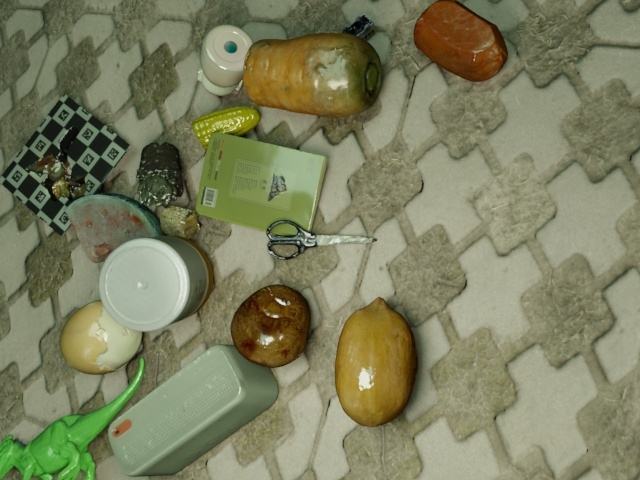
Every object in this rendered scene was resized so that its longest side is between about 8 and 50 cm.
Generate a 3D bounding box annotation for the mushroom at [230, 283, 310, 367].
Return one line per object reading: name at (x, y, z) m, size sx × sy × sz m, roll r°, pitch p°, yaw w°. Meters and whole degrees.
mushroom at (-0.121, 0.199, 1.527) m, size 0.194 × 0.138 × 0.231 m, roll 7°, pitch 42°, yaw -13°

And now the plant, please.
plant at (-0.462, -0.180, 1.784) m, size 0.129 × 0.132 × 0.195 m, roll -2°, pitch 60°, yaw -7°

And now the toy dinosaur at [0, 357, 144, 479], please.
toy dinosaur at (-0.702, 0.504, 1.736) m, size 0.374 × 0.144 × 0.500 m, roll 19°, pitch 73°, yaw 39°

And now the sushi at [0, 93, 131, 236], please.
sushi at (-0.805, -0.237, 1.973) m, size 0.343 × 0.064 × 0.359 m, roll 36°, pitch 89°, yaw 20°

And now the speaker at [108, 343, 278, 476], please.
speaker at (-0.324, 0.427, 1.553) m, size 0.406 × 0.184 × 0.183 m, roll -37°, pitch 67°, yaw 7°

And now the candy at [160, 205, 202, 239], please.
candy at (-0.398, -0.048, 1.753) m, size 0.110 × 0.095 × 0.085 m, roll 19°, pitch 41°, yaw 23°

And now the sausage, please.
sausage at (0.357, -0.506, 1.571) m, size 0.268 × 0.141 × 0.153 m, roll 42°, pitch 93°, yaw 27°

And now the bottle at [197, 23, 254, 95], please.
bottle at (-0.280, -0.498, 1.771) m, size 0.147 × 0.236 × 0.148 m, roll 4°, pitch 76°, yaw -18°

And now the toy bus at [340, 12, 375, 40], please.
toy bus at (0.101, -0.579, 1.731) m, size 0.102 × 0.058 × 0.052 m, roll -40°, pitch 66°, yaw 1°

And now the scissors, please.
scissors at (0.000, 0.000, 1.624) m, size 0.299 × 0.022 × 0.109 m, roll 1°, pitch 103°, yaw 16°

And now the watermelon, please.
watermelon at (-0.587, -0.027, 1.822) m, size 0.318 × 0.148 × 0.226 m, roll 21°, pitch 102°, yaw 9°

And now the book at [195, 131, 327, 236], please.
book at (-0.170, -0.151, 1.698) m, size 0.352 × 0.035 × 0.239 m, roll 14°, pitch 94°, yaw 17°

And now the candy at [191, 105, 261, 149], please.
candy at (-0.266, -0.335, 1.784) m, size 0.198 × 0.094 × 0.106 m, roll -19°, pitch 75°, yaw 12°

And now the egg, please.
egg at (-0.607, 0.267, 1.692) m, size 0.244 × 0.201 × 0.201 m, roll -18°, pitch 70°, yaw 27°

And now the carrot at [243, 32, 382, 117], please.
carrot at (-0.015, -0.443, 1.655) m, size 0.340 × 0.224 × 0.224 m, roll 8°, pitch 79°, yaw 27°

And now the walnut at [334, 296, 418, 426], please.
walnut at (0.131, 0.276, 1.421) m, size 0.203 × 0.203 × 0.298 m, roll 4°, pitch 74°, yaw 21°

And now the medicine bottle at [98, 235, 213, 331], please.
medicine bottle at (-0.424, 0.108, 1.615) m, size 0.237 × 0.232 × 0.238 m, roll 0°, pitch 92°, yaw 5°
